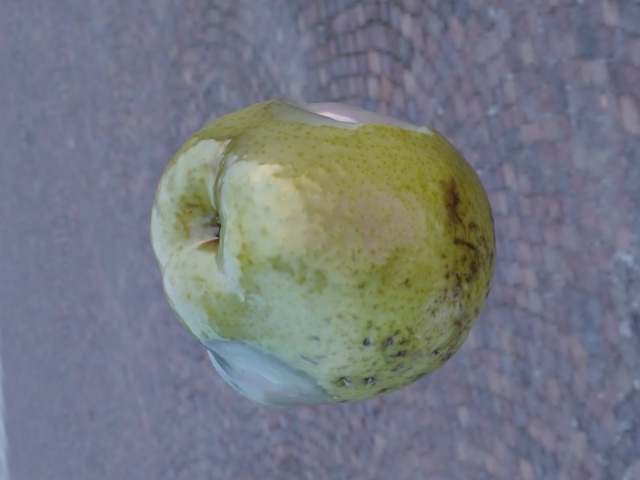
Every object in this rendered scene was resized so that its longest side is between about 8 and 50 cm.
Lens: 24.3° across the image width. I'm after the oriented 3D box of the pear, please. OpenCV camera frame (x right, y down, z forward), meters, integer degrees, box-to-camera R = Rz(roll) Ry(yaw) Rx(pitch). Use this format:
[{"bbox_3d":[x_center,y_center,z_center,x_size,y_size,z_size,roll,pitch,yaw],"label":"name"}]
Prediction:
[{"bbox_3d":[0.000,0.000,1.183,0.271,0.271,0.271,169,90,-69],"label":"pear"}]
